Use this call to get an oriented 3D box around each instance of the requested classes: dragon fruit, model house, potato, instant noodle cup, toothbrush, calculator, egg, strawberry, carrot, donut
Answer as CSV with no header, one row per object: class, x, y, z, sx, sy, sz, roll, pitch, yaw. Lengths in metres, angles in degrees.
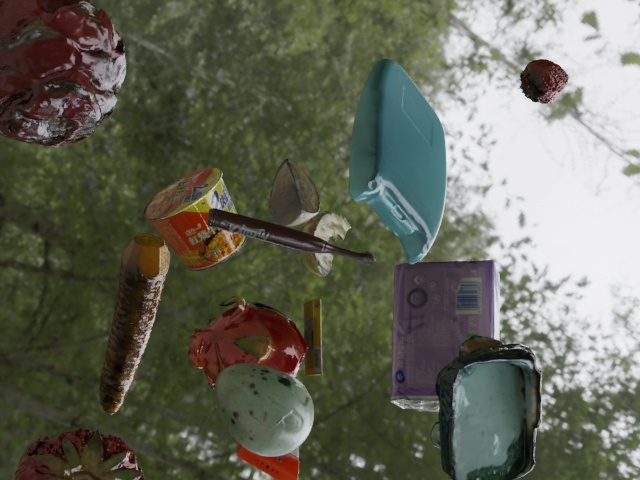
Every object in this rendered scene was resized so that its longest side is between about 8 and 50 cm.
dragon fruit,-0.143,0.229,1.852,0.224,0.227,0.224,-58,169,-18
model house,0.282,0.297,1.752,0.291,0.185,0.253,-132,-143,-73
potato,-0.065,-0.098,2.506,0.120,0.100,0.261,-50,-148,25
instant noodle cup,-0.283,-0.043,2.151,0.213,0.174,0.213,-23,-155,11
toothbrush,-0.051,-0.003,1.836,0.041,0.364,0.040,-165,-90,-69
calculator,0.149,-0.162,1.645,0.054,0.256,0.386,-22,-142,31
egg,-0.087,0.246,1.377,0.131,0.164,0.131,-47,166,-15
strawberry,0.472,-0.337,1.930,0.106,0.106,0.106,-47,-154,31
strawberry,-0.373,0.403,1.394,0.244,0.205,0.205,128,-20,-53
carrot,-0.276,0.133,1.321,0.066,0.066,0.314,-104,-151,-59
dragon fruit,-0.521,-0.332,1.730,0.329,0.329,0.329,-47,-154,31
donut,-0.001,-0.005,2.188,0.065,0.108,0.166,-6,-135,45

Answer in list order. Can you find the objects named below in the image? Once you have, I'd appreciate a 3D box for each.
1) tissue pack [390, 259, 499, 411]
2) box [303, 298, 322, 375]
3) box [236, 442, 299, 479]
tissue pack,0.296,0.228,2.149,0.242,0.160,0.338,-2,-110,18
box,-0.016,0.203,1.915,0.087,0.023,0.155,135,-45,-75
box,-0.108,0.416,1.963,0.035,0.139,0.245,-54,-170,14
